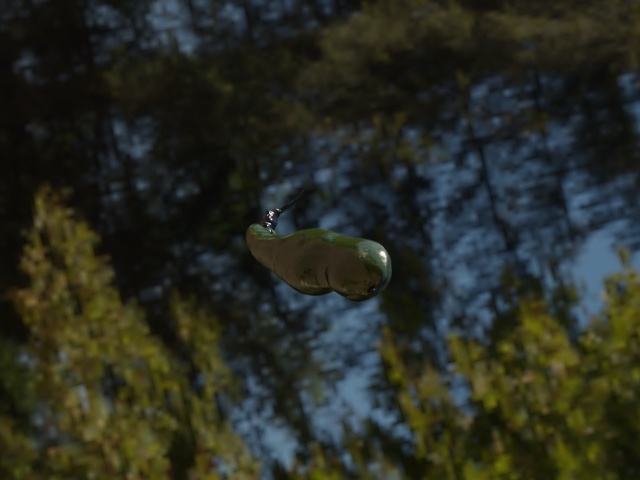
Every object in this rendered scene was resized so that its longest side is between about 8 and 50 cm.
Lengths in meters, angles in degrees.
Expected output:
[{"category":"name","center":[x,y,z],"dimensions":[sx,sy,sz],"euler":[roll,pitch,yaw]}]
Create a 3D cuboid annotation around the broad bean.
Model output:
[{"category":"broad bean","center":[-0.008,0.008,1.785],"dimensions":[0.056,0.098,0.318],"euler":[48,-4,-26]}]
